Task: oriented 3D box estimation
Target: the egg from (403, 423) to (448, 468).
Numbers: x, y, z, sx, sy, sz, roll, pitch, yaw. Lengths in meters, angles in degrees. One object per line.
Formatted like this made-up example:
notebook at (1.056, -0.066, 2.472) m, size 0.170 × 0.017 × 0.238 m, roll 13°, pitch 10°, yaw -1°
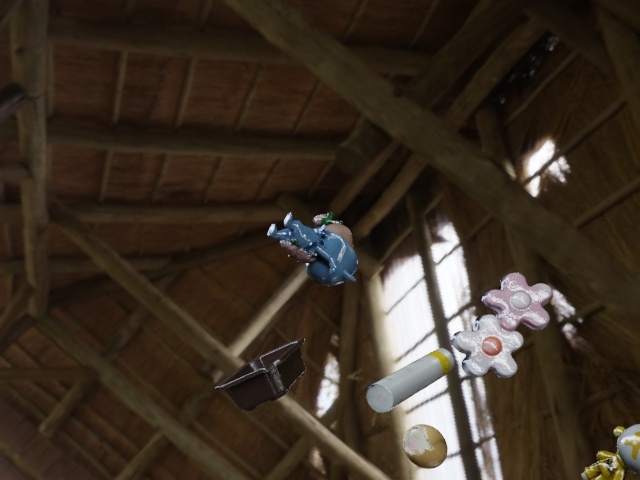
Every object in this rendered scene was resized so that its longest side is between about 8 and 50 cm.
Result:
egg at (0.204, 0.395, 1.502) m, size 0.096 × 0.080 × 0.080 m, roll 32°, pitch -19°, yaw -35°

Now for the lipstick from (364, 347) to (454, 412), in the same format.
lipstick at (0.180, 0.270, 1.537) m, size 0.059 × 0.264 × 0.059 m, roll 7°, pitch -77°, yaw 34°

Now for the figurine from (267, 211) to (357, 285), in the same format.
figurine at (-0.002, -0.002, 1.446) m, size 0.178 × 0.145 × 0.114 m, roll 33°, pitch -29°, yaw -28°

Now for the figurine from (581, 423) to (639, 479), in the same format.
figurine at (0.469, 0.335, 1.213) m, size 0.143 × 0.101 × 0.068 m, roll -23°, pitch -37°, yaw 39°

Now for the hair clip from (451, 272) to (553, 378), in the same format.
hair clip at (0.376, 0.178, 1.616) m, size 0.146 × 0.257 × 0.075 m, roll 32°, pitch -13°, yaw 27°

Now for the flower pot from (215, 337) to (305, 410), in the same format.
flower pot at (-0.121, 0.316, 1.818) m, size 0.178 × 0.251 × 0.084 m, roll -27°, pitch -91°, yaw 17°
